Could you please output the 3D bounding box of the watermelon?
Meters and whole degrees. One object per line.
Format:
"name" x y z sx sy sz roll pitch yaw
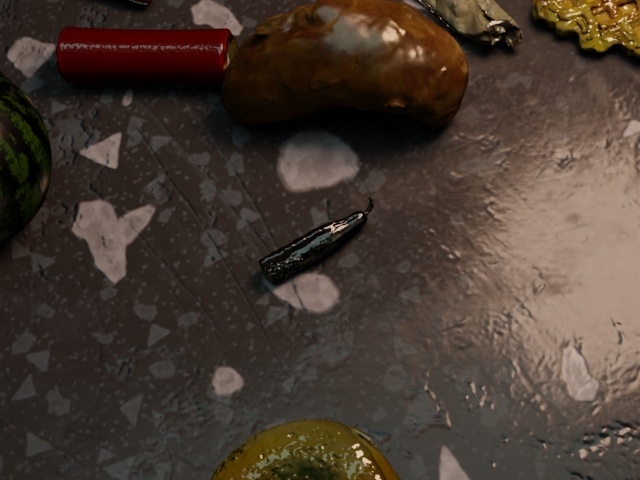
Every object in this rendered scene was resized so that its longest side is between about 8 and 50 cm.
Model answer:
"watermelon" -0.468 -0.106 1.283 0.269 0.269 0.269 -3 65 6

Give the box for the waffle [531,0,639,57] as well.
"waffle" 0.409 -0.352 1.385 0.245 0.052 0.254 20 70 14

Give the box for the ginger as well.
"ginger" 0.027 -0.230 1.320 0.321 0.172 0.165 3 26 12

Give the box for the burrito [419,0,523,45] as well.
"burrito" 0.179 -0.329 1.403 0.063 0.058 0.229 -38 68 -15

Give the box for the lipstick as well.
"lipstick" -0.233 -0.248 1.407 0.241 0.080 0.080 2 65 9

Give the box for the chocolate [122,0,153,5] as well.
"chocolate" -0.314 -0.383 1.510 0.182 0.028 0.086 13 60 12

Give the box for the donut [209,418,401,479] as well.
"donut" -0.012 0.310 1.102 0.272 0.107 0.272 -3 63 6

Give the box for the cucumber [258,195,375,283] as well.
"cucumber" 0.000 0.000 1.284 0.163 0.043 0.039 -28 22 -9
